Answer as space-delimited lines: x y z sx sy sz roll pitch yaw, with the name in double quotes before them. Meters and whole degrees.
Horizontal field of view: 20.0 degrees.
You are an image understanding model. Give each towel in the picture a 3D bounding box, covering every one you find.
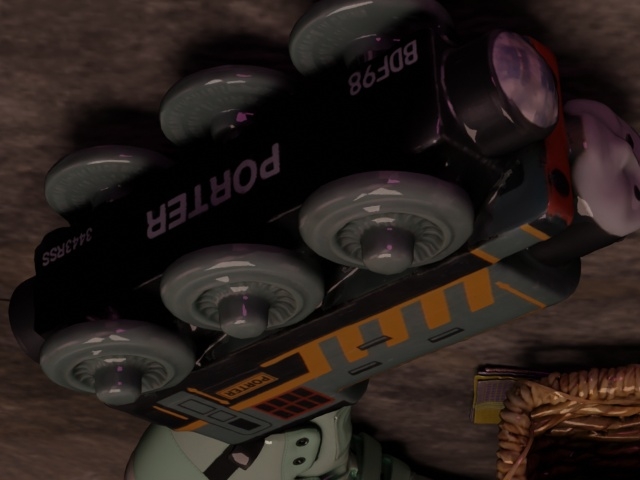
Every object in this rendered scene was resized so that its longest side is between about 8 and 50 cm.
"towel" 0.132 0.099 1.102 0.083 0.009 0.060 6 143 1

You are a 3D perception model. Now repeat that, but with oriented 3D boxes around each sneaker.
"sneaker" 0.021 0.147 1.117 0.256 0.094 0.151 16 140 -15

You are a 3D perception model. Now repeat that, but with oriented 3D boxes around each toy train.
"toy train" 0.000 0.000 0.896 0.334 0.142 0.190 -27 144 35

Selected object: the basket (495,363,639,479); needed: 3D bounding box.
"basket" 0.253 0.211 1.055 0.299 0.213 0.223 -1 144 6
